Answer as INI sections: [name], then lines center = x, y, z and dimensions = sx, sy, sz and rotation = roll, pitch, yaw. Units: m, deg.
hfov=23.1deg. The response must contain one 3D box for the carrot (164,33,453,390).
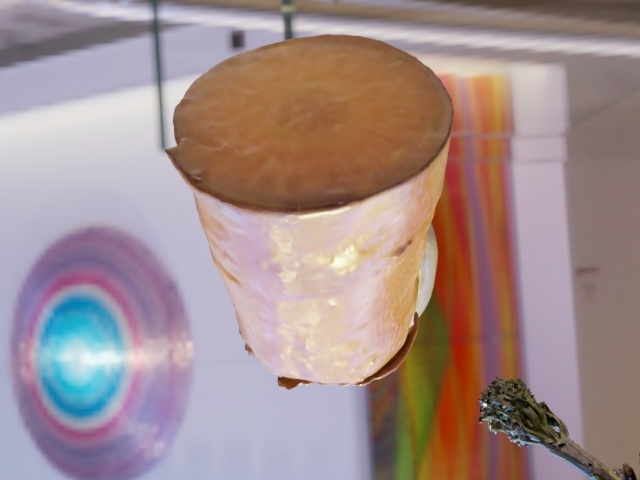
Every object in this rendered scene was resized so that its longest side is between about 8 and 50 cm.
[carrot]
center = 0.000, 0.000, 1.134
dimensions = 0.196, 0.196, 0.254
rotation = -4, 137, 2

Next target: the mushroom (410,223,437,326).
[mushroom]
center = 0.042, -0.038, 1.641
dimensions = 0.122, 0.351, 0.095
rotation = -19, -143, 8

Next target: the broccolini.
[broccolini]
center = 0.208, 0.172, 1.284
dimensions = 0.054, 0.051, 0.239
rotation = -1, -163, -29

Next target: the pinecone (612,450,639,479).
[pinecone]
center = 0.335, 0.251, 1.503
dimensions = 0.109, 0.102, 0.102
rotation = -1, 178, 24
